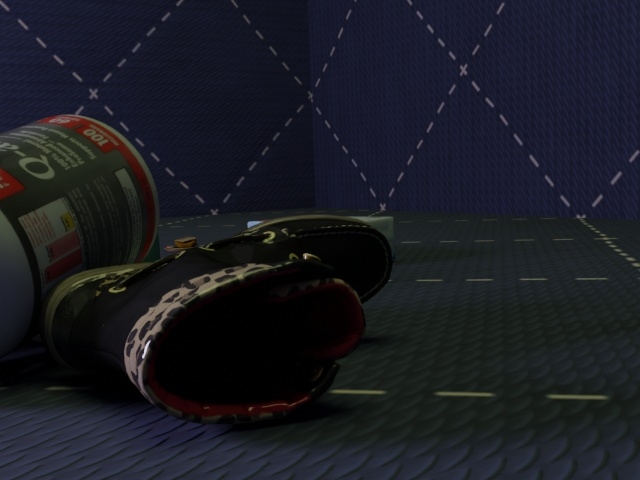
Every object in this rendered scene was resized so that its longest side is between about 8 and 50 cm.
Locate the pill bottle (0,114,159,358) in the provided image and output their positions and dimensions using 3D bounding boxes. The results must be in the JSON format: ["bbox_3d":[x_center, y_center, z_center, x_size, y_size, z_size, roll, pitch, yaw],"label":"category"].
[{"bbox_3d":[-0.342,0.005,0.916,0.210,0.210,0.363,0,19,21],"label":"pill bottle"}]

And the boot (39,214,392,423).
[{"bbox_3d":[-0.045,0.059,0.817,0.378,0.138,0.284,-9,6,-27],"label":"boot"}]

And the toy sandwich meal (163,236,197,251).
[{"bbox_3d":[-0.337,0.009,2.141,0.086,0.029,0.085,-2,5,0],"label":"toy sandwich meal"}]

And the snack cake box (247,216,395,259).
[{"bbox_3d":[0.000,0.000,1.771,0.264,0.089,0.152,2,8,43],"label":"snack cake box"}]

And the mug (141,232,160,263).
[{"bbox_3d":[-0.318,0.035,1.448,0.130,0.097,0.158,0,5,32],"label":"mug"}]

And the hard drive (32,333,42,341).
[{"bbox_3d":[-0.182,0.080,1.170,0.233,0.047,0.353,-1,6,18],"label":"hard drive"}]
